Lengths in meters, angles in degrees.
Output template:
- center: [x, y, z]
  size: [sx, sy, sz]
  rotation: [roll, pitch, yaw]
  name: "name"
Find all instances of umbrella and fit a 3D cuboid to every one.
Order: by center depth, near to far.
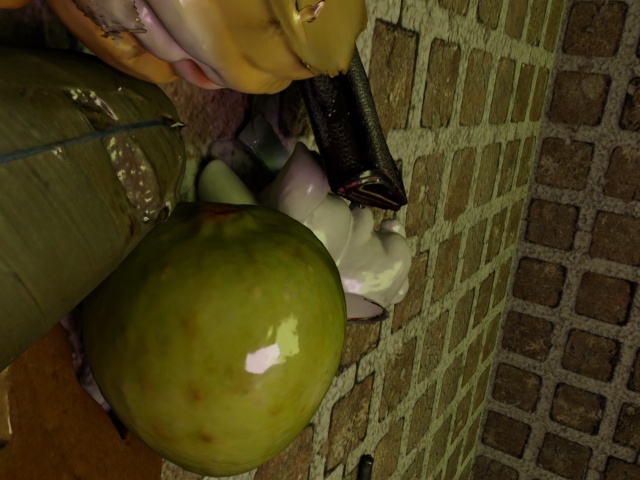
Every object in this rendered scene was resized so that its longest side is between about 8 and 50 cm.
- center: [0.106, 0.586, 1.369]
  size: [0.036, 0.031, 0.133]
  rotation: [-5, 110, -31]
  name: "umbrella"

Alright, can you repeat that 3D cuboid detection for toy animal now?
- center: [-0.004, 0.003, 0.740]
  size: [0.325, 0.209, 0.154]
  rotation: [48, 40, -52]
  name: "toy animal"

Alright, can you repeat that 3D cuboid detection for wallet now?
- center: [0.040, -0.148, 0.649]
  size: [0.220, 0.071, 0.262]
  rotation: [70, 15, 9]
  name: "wallet"

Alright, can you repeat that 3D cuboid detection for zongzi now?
- center: [-0.258, -0.099, 0.321]
  size: [0.356, 0.174, 0.392]
  rotation: [-53, 136, -43]
  name: "zongzi"

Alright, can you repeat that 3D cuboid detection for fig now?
- center: [-0.107, 0.113, 0.577]
  size: [0.258, 0.258, 0.326]
  rotation: [-38, 147, -46]
  name: "fig"

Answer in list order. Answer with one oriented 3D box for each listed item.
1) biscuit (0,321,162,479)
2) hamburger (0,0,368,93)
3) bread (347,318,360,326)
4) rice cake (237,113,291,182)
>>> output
- center: [-0.226, 0.288, 0.543]
  size: [0.283, 0.064, 0.432]
  rotation: [-93, 169, -45]
  name: "biscuit"
- center: [-0.101, -0.232, 0.376]
  size: [0.276, 0.237, 0.276]
  rotation: [2, 90, -72]
  name: "hamburger"
- center: [0.052, 0.088, 1.024]
  size: [0.154, 0.054, 0.135]
  rotation: [-23, 124, -61]
  name: "bread"
- center: [-0.043, -0.088, 0.793]
  size: [0.045, 0.042, 0.245]
  rotation: [-54, 147, -10]
  name: "rice cake"
